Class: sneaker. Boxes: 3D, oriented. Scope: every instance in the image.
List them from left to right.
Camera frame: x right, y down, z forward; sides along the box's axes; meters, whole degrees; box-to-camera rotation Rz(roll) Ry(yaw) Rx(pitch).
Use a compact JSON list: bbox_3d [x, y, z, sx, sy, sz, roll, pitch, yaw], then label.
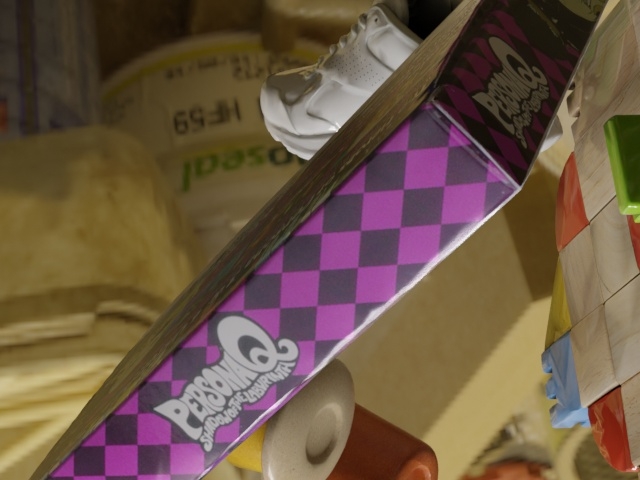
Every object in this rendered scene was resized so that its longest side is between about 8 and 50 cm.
[{"bbox_3d":[0.047,-0.109,0.937,0.090,0.232,0.115,-25,111,-40],"label":"sneaker"}]

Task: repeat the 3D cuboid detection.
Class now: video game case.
[{"bbox_3d":[0.000,0.000,0.545,0.042,0.210,0.232,43,120,-4],"label":"video game case"}]

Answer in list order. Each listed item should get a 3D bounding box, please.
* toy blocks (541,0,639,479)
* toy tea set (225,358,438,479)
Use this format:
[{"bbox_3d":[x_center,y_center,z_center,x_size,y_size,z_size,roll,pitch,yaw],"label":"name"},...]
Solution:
[{"bbox_3d":[0.207,0.028,0.852,0.190,0.381,0.261,-1,159,-14],"label":"toy blocks"},{"bbox_3d":[-0.048,0.158,0.935,0.124,0.200,0.336,17,163,31],"label":"toy tea set"}]
